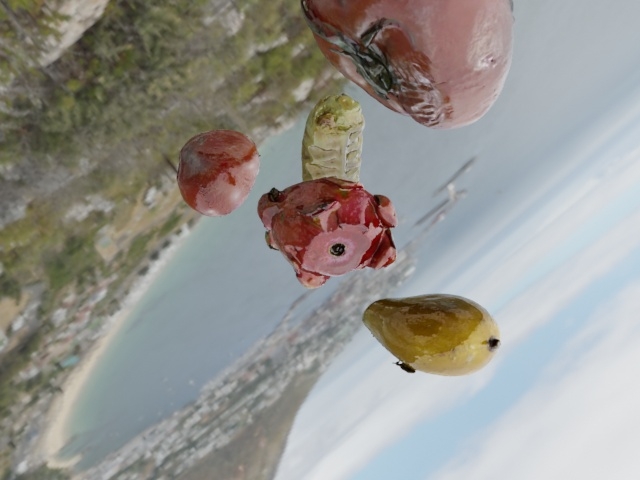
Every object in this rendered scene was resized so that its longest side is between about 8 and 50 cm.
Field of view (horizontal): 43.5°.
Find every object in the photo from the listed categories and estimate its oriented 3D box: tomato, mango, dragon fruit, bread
[{"bbox_3d":[0.067,-0.186,0.729,0.101,0.228,0.228,-49,175,-19],"label":"tomato"},{"bbox_3d":[-0.216,-0.149,1.601,0.099,0.173,0.189,34,70,-56],"label":"tomato"},{"bbox_3d":[0.107,0.085,0.798,0.101,0.066,0.187,-18,-165,-27],"label":"mango"},{"bbox_3d":[0.003,-0.002,0.694,0.112,0.126,0.068,79,16,-56],"label":"dragon fruit"},{"bbox_3d":[0.016,-0.080,1.179,0.084,0.077,0.368,-45,160,-22],"label":"bread"}]
